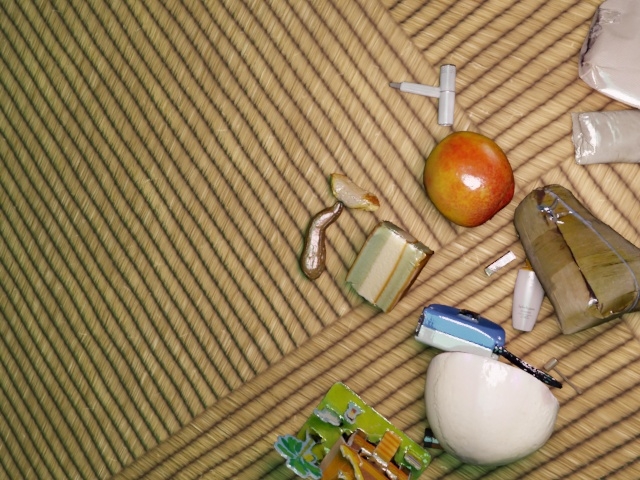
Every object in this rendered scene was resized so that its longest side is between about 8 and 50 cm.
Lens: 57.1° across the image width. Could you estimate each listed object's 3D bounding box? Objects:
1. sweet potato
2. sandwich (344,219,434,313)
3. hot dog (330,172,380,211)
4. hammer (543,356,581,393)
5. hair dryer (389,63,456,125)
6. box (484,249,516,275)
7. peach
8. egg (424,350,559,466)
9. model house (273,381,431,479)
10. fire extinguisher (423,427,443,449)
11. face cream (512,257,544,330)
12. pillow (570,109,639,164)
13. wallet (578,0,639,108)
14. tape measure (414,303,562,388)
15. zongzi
[{"bbox_3d":[-0.005,-0.003,1.624,0.081,0.062,0.233,18,92,-1],"label":"sweet potato"},{"bbox_3d":[0.167,0.070,1.488,0.155,0.227,0.198,35,100,13],"label":"sandwich"},{"bbox_3d":[0.088,-0.118,1.590,0.168,0.078,0.061,38,132,23],"label":"hot dog"},{"bbox_3d":[0.613,0.344,1.478,0.110,0.019,0.035,45,102,8],"label":"hammer"},{"bbox_3d":[0.263,-0.380,1.554,0.182,0.044,0.155,2,91,21],"label":"hair dryer"},{"bbox_3d":[0.456,0.058,1.497,0.082,0.051,0.023,-38,80,13],"label":"box"},{"bbox_3d":[0.359,-0.146,1.434,0.230,0.231,0.231,0,91,16],"label":"peach"},{"bbox_3d":[0.380,0.420,1.373,0.336,0.337,0.201,16,61,15],"label":"egg"},{"bbox_3d":[0.068,0.564,1.486,0.357,0.313,0.243,39,98,13],"label":"model house"},{"bbox_3d":[0.360,0.527,1.538,0.177,0.050,0.062,5,54,14],"label":"fire extinguisher"},{"bbox_3d":[0.523,0.135,1.480,0.072,0.051,0.182,11,93,15],"label":"face cream"},{"bbox_3d":[0.703,-0.250,1.411,0.181,0.078,0.135,-2,89,8],"label":"pillow"},{"bbox_3d":[0.757,-0.438,1.373,0.274,0.068,0.336,23,78,12],"label":"wallet"},{"bbox_3d":[0.408,0.246,1.429,0.351,0.215,0.098,21,96,15],"label":"tape measure"},{"bbox_3d":[0.676,0.015,1.405,0.392,0.174,0.356,-10,63,-17],"label":"zongzi"}]
